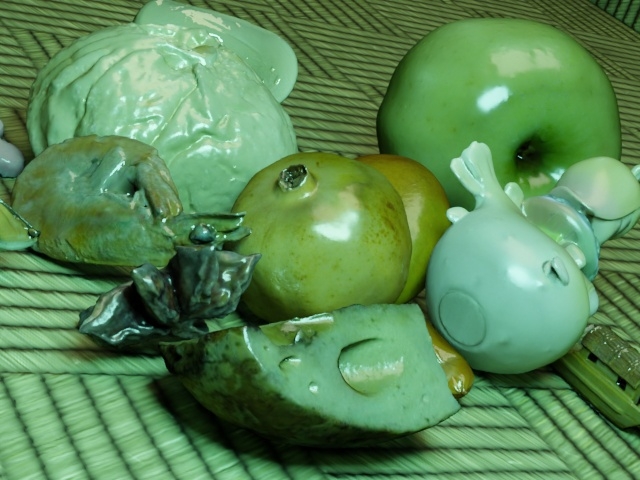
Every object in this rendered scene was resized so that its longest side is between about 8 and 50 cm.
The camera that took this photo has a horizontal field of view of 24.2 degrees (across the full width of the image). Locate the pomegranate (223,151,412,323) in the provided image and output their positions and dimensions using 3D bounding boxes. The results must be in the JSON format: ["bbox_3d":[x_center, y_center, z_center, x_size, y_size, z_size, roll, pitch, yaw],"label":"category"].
[{"bbox_3d":[0.001,0.006,1.717,0.233,0.233,0.233,17,23,-7],"label":"pomegranate"}]

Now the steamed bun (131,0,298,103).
[{"bbox_3d":[-0.167,-0.244,2.163,0.250,0.155,0.200,14,-7,-17],"label":"steamed bun"}]

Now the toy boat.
[{"bbox_3d":[0.353,0.156,1.841,0.068,0.088,0.226,2,30,-36],"label":"toy boat"}]

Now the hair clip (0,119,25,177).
[{"bbox_3d":[-0.480,-0.154,1.880,0.257,0.075,0.146,36,22,23],"label":"hair clip"}]

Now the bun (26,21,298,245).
[{"bbox_3d":[-0.189,-0.153,1.909,0.352,0.227,0.349,34,24,26],"label":"bun"}]

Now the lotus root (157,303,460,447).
[{"bbox_3d":[-0.005,0.145,1.522,0.314,0.142,0.210,-4,-9,-33],"label":"lotus root"}]

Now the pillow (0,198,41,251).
[{"bbox_3d":[-0.502,-0.055,1.561,0.312,0.119,0.310,33,29,25],"label":"pillow"}]

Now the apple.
[{"bbox_3d":[0.248,-0.144,2.105,0.357,0.357,0.357,17,23,-7],"label":"apple"}]

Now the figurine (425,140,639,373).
[{"bbox_3d":[0.276,-0.017,1.846,0.394,0.226,0.275,-34,97,-39],"label":"figurine"}]

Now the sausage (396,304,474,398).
[{"bbox_3d":[0.123,0.132,1.748,0.062,0.054,0.183,-30,46,-18],"label":"sausage"}]

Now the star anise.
[{"bbox_3d":[-0.153,0.064,1.561,0.231,0.209,0.089,9,62,-62],"label":"star anise"}]

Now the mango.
[{"bbox_3d":[0.085,-0.016,1.908,0.139,0.175,0.254,40,14,-34],"label":"mango"}]

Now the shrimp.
[{"bbox_3d":[-0.213,-0.046,1.689,0.317,0.168,0.077,7,-23,22],"label":"shrimp"}]
